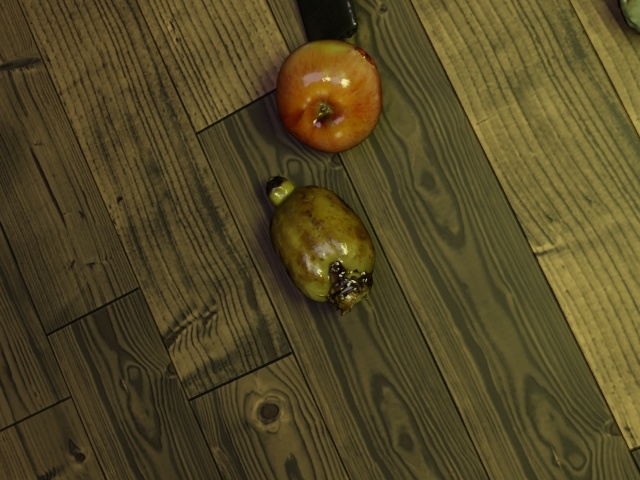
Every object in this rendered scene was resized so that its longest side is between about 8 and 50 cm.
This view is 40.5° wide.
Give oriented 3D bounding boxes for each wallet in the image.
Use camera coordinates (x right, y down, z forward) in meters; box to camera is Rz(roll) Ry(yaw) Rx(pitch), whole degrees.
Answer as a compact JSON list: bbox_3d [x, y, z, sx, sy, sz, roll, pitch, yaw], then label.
[{"bbox_3d":[-0.007,-0.515,1.623,0.170,0.044,0.321,-22,83,59],"label":"wallet"}]

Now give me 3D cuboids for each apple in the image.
[{"bbox_3d":[0.016,-0.262,1.576,0.209,0.164,0.209,6,118,12],"label":"apple"}]

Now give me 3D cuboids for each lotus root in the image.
[{"bbox_3d":[0.000,0.000,1.615,0.169,0.141,0.314,-37,71,11],"label":"lotus root"}]

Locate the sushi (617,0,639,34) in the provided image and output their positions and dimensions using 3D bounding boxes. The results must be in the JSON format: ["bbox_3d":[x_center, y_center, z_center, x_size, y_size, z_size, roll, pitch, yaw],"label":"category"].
[{"bbox_3d":[0.649,-0.428,1.382,0.348,0.207,0.234,-2,129,21],"label":"sushi"}]
